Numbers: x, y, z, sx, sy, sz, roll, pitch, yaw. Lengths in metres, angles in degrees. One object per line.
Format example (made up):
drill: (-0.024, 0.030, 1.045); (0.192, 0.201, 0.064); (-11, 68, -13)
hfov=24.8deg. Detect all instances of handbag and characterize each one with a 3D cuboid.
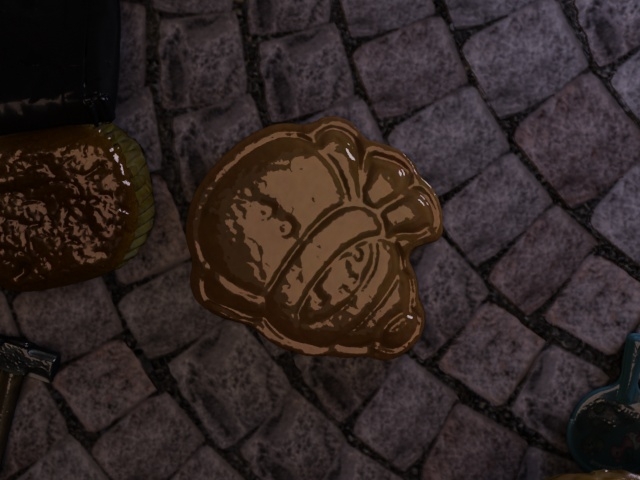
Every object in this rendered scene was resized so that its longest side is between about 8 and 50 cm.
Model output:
handbag: (-0.368, -0.248, 1.858); (0.223, 0.080, 0.247); (-8, 58, 7)

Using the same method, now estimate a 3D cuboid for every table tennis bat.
table tennis bat: (0.393, 0.217, 1.907); (0.124, 0.033, 0.201); (13, 100, 0)

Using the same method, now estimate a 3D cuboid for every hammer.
hammer: (-0.452, 0.308, 1.997); (0.111, 0.043, 0.366); (16, 99, 3)

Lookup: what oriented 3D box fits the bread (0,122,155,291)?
bread: (-0.350, -0.054, 1.900); (0.253, 0.142, 0.228); (-5, 102, 4)

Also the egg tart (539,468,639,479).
egg tart: (0.352, 0.453, 1.837); (0.443, 0.178, 0.443); (4, 117, 7)

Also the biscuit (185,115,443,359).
biscuit: (0.000, 0.000, 1.913); (0.351, 0.057, 0.312); (29, 99, 2)

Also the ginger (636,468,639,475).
ginger: (0.510, 0.349, 1.883); (0.166, 0.080, 0.333); (-26, 97, 6)
